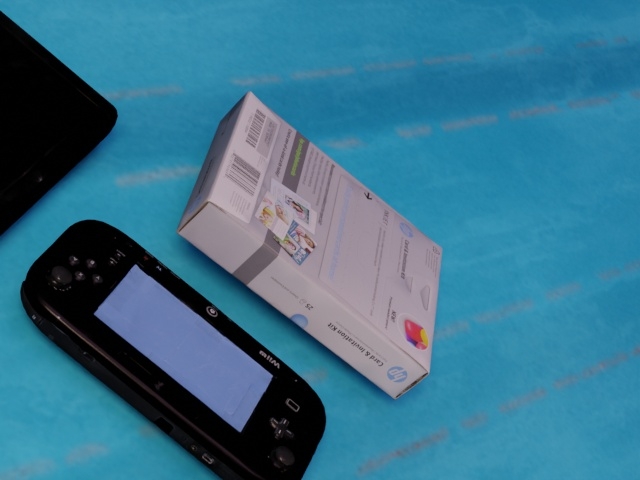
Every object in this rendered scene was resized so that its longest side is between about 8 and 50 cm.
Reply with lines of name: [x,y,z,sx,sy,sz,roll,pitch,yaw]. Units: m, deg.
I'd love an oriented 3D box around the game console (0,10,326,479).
game console: [-0.140,0.009,0.807,0.361,0.044,0.213,40,40,-5]

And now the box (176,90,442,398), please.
box: [0.000,0.000,0.905,0.186,0.038,0.145,37,32,-16]
